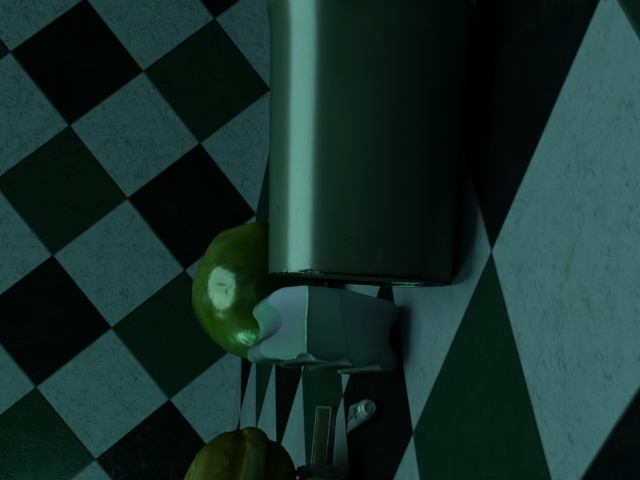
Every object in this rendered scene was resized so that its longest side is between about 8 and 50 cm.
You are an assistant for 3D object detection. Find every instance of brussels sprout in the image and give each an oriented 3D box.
[{"bbox_3d":[-0.127,0.113,2.072,0.344,0.268,0.344,54,-178,-3],"label":"brussels sprout"}]

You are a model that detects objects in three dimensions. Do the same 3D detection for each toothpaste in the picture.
[{"bbox_3d":[0.066,0.295,1.672,0.218,0.033,0.052,114,165,-73],"label":"toothpaste"}]

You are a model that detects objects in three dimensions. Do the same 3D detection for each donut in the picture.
[{"bbox_3d":[-0.170,0.533,1.727,0.449,0.198,0.449,-161,90,-84],"label":"donut"}]

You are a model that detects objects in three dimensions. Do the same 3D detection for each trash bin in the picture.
[{"bbox_3d":[0.061,-0.159,1.316,0.280,0.280,0.432,158,115,-79],"label":"trash bin"}]

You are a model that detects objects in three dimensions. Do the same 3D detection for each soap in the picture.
[{"bbox_3d":[0.003,0.150,1.601,0.347,0.208,0.115,141,135,-76],"label":"soap"}]

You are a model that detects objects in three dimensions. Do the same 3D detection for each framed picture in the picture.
[{"bbox_3d":[0.002,0.434,1.978,0.150,0.015,0.203,139,137,-76],"label":"framed picture"}]

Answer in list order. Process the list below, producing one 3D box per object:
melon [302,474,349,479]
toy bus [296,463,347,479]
[{"bbox_3d":[-0.005,0.488,1.490,0.182,0.182,0.287,-104,22,-64],"label":"melon"},{"bbox_3d":[0.003,0.489,1.739,0.089,0.087,0.194,132,147,-57],"label":"toy bus"}]
